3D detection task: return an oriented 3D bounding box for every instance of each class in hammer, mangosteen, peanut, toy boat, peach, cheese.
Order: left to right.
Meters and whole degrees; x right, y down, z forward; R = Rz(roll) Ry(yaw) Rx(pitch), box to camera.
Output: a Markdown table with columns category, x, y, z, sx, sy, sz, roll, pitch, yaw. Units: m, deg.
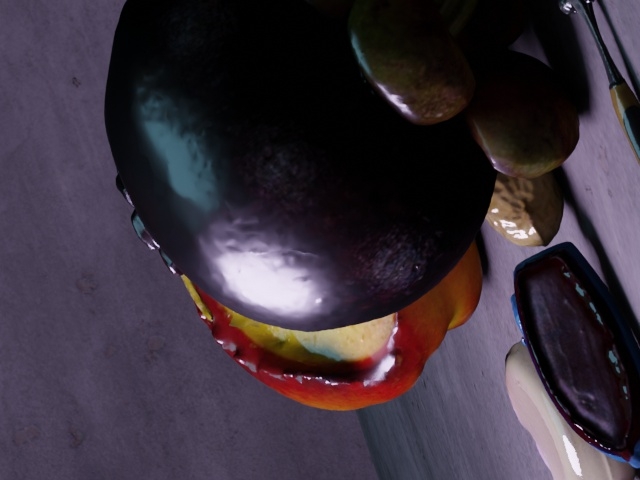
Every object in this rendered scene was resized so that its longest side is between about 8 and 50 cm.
| category | x | y | z | sx | sy | sz | roll | pitch | yaw |
| --- | --- | --- | --- | --- | --- | --- | --- | --- | --- |
| peach | 0.016 | 0.011 | 2.367 | 0.406 | 0.335 | 0.310 | 52 | -159 | 19 |
| mangosteen | 0.020 | -0.127 | 1.761 | 0.382 | 0.435 | 0.382 | 54 | -165 | -21 |
| peanut | 0.172 | -0.074 | 1.898 | 0.093 | 0.083 | 0.194 | 112 | 139 | -60 |
| toy boat | 0.249 | 0.110 | 1.845 | 0.223 | 0.100 | 0.097 | 67 | -163 | 14 |
| cheese | 0.277 | 0.227 | 2.011 | 0.163 | 0.082 | 0.286 | 83 | 163 | -66 |
| hammer | 0.237 | -0.115 | 1.545 | 0.078 | 0.021 | 0.201 | 113 | 135 | -80 |
